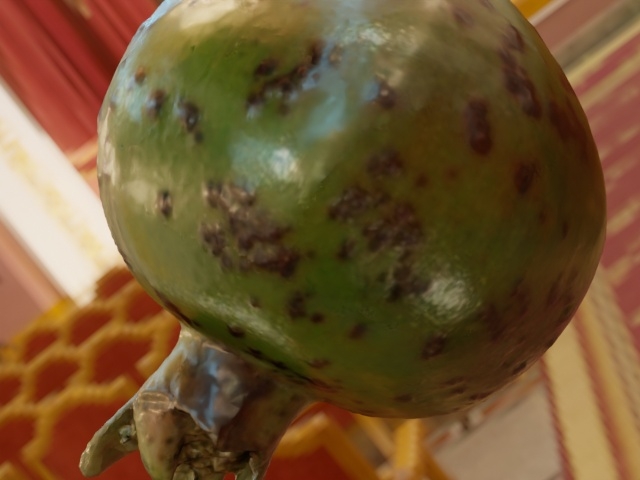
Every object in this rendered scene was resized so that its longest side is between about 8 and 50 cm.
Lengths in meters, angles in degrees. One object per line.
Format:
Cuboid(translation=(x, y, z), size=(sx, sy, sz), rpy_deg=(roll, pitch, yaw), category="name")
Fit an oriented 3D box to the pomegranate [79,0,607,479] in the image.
Cuboid(translation=(0.000, 0.000, 0.799), size=(0.263, 0.211, 0.211), rpy_deg=(-62, 12, -6), category="pomegranate")
